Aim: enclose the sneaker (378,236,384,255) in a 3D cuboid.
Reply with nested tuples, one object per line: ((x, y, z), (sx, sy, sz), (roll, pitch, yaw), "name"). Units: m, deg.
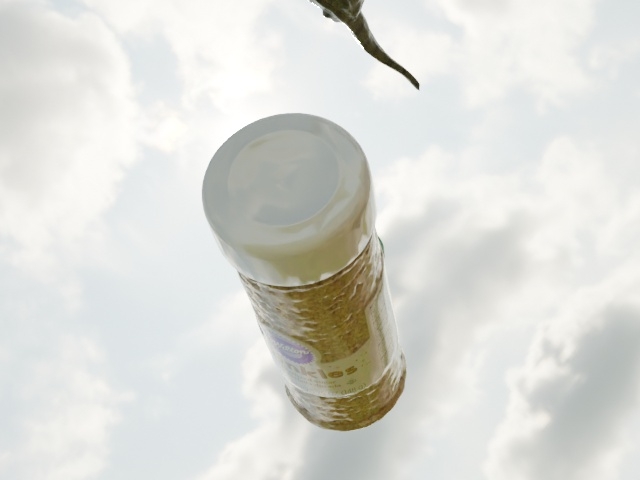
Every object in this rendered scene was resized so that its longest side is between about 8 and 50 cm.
((0.000, 0.000, 1.199), (0.123, 0.109, 0.295), (-30, -44, -15), "sneaker")

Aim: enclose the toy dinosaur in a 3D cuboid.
((0.022, -0.258, 1.102), (0.064, 0.118, 0.268), (-19, -32, 27), "toy dinosaur")

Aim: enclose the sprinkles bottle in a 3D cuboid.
((0.000, 0.043, 0.906), (0.121, 0.121, 0.355), (-40, -28, -13), "sprinkles bottle")
